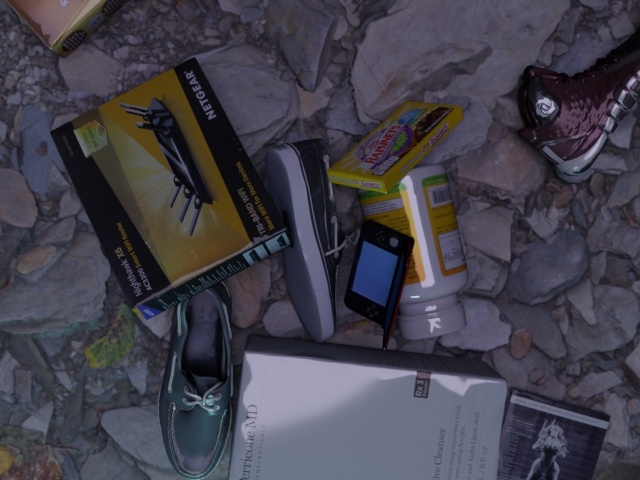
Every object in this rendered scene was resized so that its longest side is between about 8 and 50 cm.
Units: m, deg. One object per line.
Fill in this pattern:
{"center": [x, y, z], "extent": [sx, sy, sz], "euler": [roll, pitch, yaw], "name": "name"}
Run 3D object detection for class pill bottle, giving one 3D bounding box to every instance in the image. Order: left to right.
{"center": [0.144, 0.017, 1.284], "extent": [0.136, 0.136, 0.245], "euler": [-13, 92, -3], "name": "pill bottle"}

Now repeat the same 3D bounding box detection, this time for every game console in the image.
{"center": [0.077, 0.060, 1.202], "extent": [0.124, 0.085, 0.144], "euler": [25, 114, 30], "name": "game console"}

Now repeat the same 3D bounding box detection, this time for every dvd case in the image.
{"center": [0.352, 0.361, 1.365], "extent": [0.165, 0.018, 0.221], "euler": [16, 91, -2], "name": "dvd case"}

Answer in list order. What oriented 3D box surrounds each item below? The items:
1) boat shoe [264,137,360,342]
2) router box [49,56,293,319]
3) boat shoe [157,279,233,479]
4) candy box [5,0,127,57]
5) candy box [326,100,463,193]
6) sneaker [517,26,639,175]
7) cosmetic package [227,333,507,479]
{"center": [-0.002, -0.001, 1.292], "extent": [0.105, 0.113, 0.306], "euler": [-17, 99, -24], "name": "boat shoe"}
{"center": [-0.217, -0.077, 1.244], "extent": [0.243, 0.081, 0.308], "euler": [-29, 73, -2], "name": "router box"}
{"center": [-0.187, 0.210, 1.289], "extent": [0.116, 0.099, 0.319], "euler": [6, 91, -3], "name": "boat shoe"}
{"center": [-0.337, -0.447, 1.270], "extent": [0.316, 0.087, 0.183], "euler": [-43, 93, -2], "name": "candy box"}
{"center": [0.111, -0.141, 1.255], "extent": [0.206, 0.105, 0.027], "euler": [-44, 128, -33], "name": "candy box"}
{"center": [0.403, -0.252, 1.312], "extent": [0.162, 0.106, 0.281], "euler": [33, 90, -1], "name": "sneaker"}
{"center": [0.063, 0.272, 1.277], "extent": [0.385, 0.156, 0.217], "euler": [5, 93, -4], "name": "cosmetic package"}
